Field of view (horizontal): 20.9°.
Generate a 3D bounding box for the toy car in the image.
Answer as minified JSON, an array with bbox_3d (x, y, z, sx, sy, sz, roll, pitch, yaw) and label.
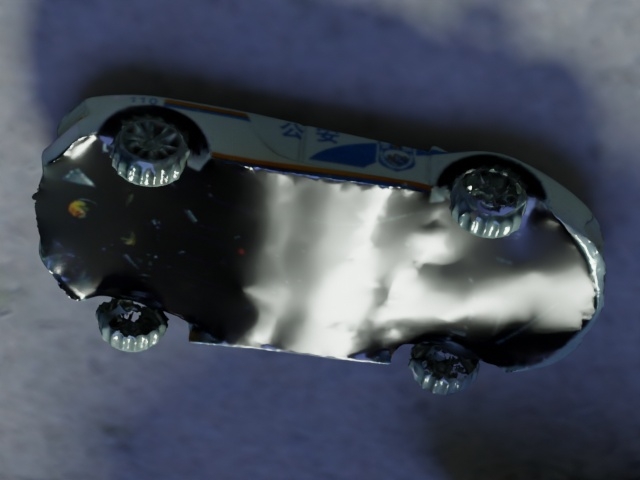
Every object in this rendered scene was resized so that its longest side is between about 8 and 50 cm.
[{"bbox_3d":[0.000,0.000,0.618,0.205,0.056,0.095,7,132,-3],"label":"toy car"}]
